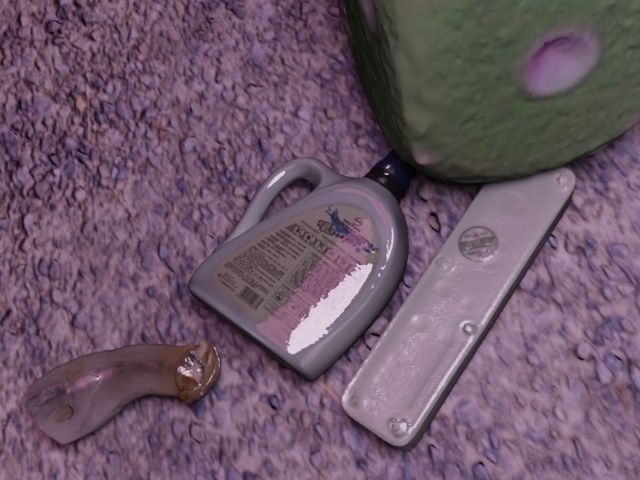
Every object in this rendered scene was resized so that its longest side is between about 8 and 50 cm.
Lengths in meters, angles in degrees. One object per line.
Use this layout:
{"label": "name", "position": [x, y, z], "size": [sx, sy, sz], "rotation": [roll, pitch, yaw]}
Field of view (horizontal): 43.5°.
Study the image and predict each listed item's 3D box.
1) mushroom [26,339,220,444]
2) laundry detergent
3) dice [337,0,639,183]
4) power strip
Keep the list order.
{"label": "mushroom", "position": [-0.223, 0.164, 0.930], "size": [0.223, 0.081, 0.092], "rotation": [-17, 46, 4]}
{"label": "laundry detergent", "position": [0.000, 0.000, 0.931], "size": [0.215, 0.105, 0.280], "rotation": [32, 79, 25]}
{"label": "dice", "position": [0.188, -0.281, 0.860], "size": [0.322, 0.318, 0.330], "rotation": [-18, 49, -2]}
{"label": "power strip", "position": [0.164, 0.052, 0.894], "size": [0.091, 0.062, 0.385], "rotation": [31, 78, 23]}
